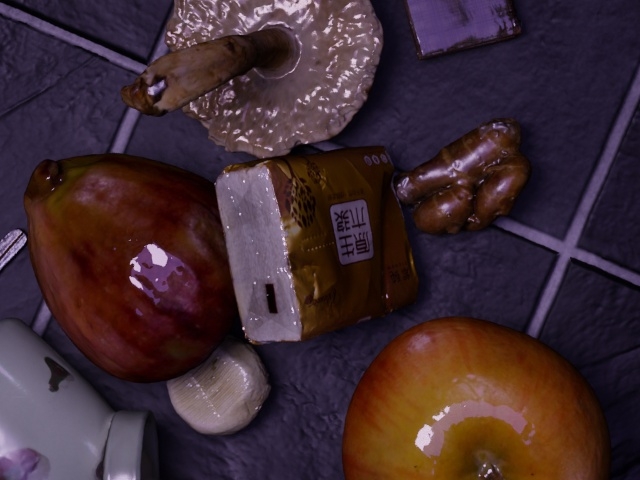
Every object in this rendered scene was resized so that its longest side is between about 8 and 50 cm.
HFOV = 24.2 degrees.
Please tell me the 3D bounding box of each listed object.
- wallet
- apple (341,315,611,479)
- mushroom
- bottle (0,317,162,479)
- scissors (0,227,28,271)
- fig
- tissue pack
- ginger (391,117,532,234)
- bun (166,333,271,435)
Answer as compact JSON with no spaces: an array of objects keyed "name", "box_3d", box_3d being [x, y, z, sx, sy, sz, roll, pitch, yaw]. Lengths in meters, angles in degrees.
[{"name":"wallet","box_3d":[0.134,-0.319,1.638,0.124,0.042,0.230,-15,88,-2]},{"name":"apple","box_3d":[0.156,0.219,1.515,0.286,0.233,0.286,0,88,1]},{"name":"mushroom","box_3d":[-0.054,-0.171,1.527,0.233,0.301,0.208,-21,120,13]},{"name":"bottle","box_3d":[-0.254,0.257,1.538,0.352,0.229,0.229,41,89,3]},{"name":"scissors","box_3d":[-0.440,0.100,1.643,0.160,0.024,0.317,45,89,3]},{"name":"fig","box_3d":[-0.186,0.019,1.551,0.224,0.224,0.263,-45,68,-1]},{"name":"tissue pack","box_3d":[0.000,0.000,1.534,0.092,0.226,0.183,-8,92,38]},{"name":"ginger","box_3d":[0.159,-0.057,1.612,0.162,0.073,0.103,-29,70,13]},{"name":"bun","box_3d":[-0.107,0.152,1.609,0.115,0.069,0.115,-1,86,23]}]
